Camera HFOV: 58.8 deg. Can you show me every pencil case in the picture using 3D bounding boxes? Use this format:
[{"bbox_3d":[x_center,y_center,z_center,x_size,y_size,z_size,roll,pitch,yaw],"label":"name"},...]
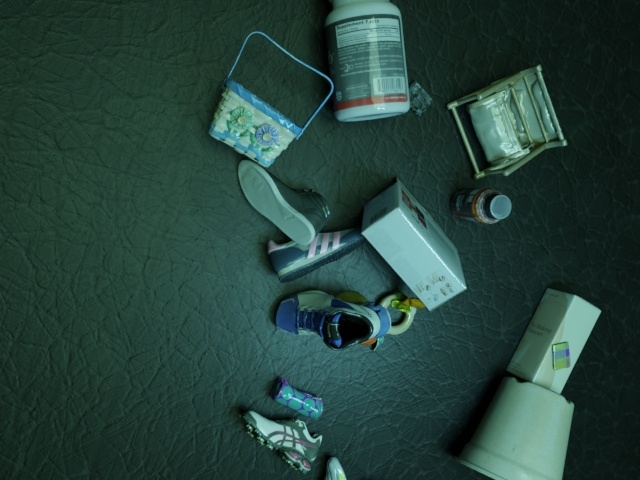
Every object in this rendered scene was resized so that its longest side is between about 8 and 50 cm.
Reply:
[{"bbox_3d":[-0.066,0.458,1.640,0.152,0.064,0.070,30,102,-17],"label":"pencil case"}]

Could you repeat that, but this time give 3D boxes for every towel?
[{"bbox_3d":[0.742,0.358,1.751,0.060,0.009,0.083,-8,96,-14],"label":"towel"}]

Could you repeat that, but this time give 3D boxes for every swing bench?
[{"bbox_3d":[0.561,-0.351,1.703,0.255,0.165,0.253,-27,102,-18],"label":"swing bench"}]

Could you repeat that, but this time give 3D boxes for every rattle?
[{"bbox_3d":[0.218,0.253,1.671,0.200,0.143,0.130,-44,124,-15],"label":"rattle"}]

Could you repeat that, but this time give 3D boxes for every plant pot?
[{"bbox_3d":[0.099,0.220,1.650,0.134,0.095,0.134,-2,95,-17],"label":"plant pot"},{"bbox_3d":[0.625,0.603,1.748,0.334,0.334,0.305,29,76,-17],"label":"plant pot"}]

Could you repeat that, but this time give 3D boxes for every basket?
[{"bbox_3d":[-0.137,-0.352,1.470,0.255,0.201,0.288,29,96,-16],"label":"basket"}]

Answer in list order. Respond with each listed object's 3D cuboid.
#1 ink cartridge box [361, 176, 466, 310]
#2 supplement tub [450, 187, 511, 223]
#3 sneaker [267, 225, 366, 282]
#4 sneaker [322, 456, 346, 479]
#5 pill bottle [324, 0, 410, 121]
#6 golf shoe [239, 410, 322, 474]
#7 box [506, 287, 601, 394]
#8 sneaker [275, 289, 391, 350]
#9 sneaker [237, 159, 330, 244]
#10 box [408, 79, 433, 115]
[{"bbox_3d":[0.267,0.000,1.638,0.130,0.271,0.309,-36,106,21],"label":"ink cartridge box"},{"bbox_3d":[0.477,-0.102,1.679,0.106,0.198,0.105,-2,97,-16],"label":"supplement tub"},{"bbox_3d":[0.000,0.000,1.601,0.319,0.112,0.131,-23,72,-24],"label":"sneaker"},{"bbox_3d":[0.016,0.766,1.681,0.126,0.091,0.239,-10,99,-15],"label":"sneaker"},{"bbox_3d":[0.121,-0.515,1.528,0.211,0.210,0.362,-9,97,-16],"label":"pill bottle"},{"bbox_3d":[-0.115,0.550,1.630,0.273,0.105,0.120,44,67,-21],"label":"golf shoe"},{"bbox_3d":[0.748,0.324,1.829,0.121,0.148,0.310,29,85,-17],"label":"box"},{"bbox_3d":[0.017,0.210,1.520,0.316,0.182,0.127,4,93,19],"label":"sneaker"},{"bbox_3d":[-0.095,-0.121,1.568,0.296,0.104,0.147,45,38,9],"label":"sneaker"},{"bbox_3d":[0.286,-0.423,1.685,0.083,0.018,0.067,42,83,-16],"label":"box"}]
